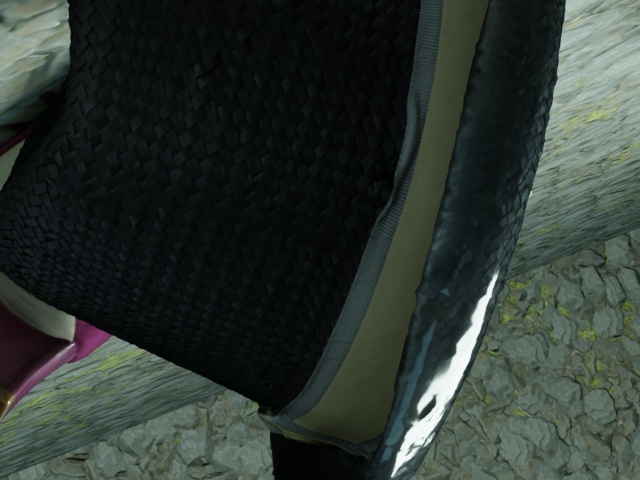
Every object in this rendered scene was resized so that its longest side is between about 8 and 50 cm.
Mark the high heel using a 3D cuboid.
[{"bbox_3d":[-0.124,-0.024,0.984,0.377,0.127,0.181,-39,-168,50],"label":"high heel"}]

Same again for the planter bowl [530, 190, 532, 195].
[{"bbox_3d":[0.051,-0.048,1.156,0.162,0.109,0.162,-22,172,-3],"label":"planter bowl"}]

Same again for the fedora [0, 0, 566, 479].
[{"bbox_3d":[-0.031,-0.050,0.598,0.152,0.334,0.334,14,164,-9],"label":"fedora"}]
